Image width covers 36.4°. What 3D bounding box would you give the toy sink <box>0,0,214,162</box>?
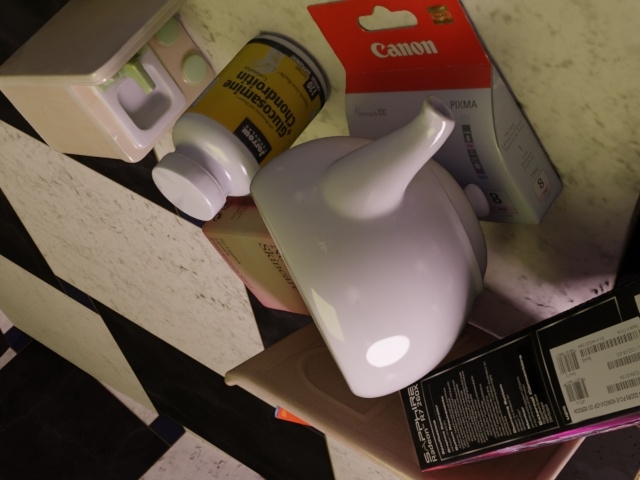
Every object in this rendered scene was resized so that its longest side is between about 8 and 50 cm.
[{"bbox_3d":[-0.223,-0.182,1.079,0.234,0.153,0.131,8,143,46],"label":"toy sink"}]

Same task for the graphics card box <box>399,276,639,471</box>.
[{"bbox_3d":[0.254,0.105,0.807,0.371,0.233,0.094,-41,58,57],"label":"graphics card box"}]

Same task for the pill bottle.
[{"bbox_3d":[-0.082,-0.111,0.971,0.103,0.184,0.103,30,155,15],"label":"pill bottle"}]

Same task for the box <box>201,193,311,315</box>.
[{"bbox_3d":[0.000,0.000,1.128,0.232,0.127,0.148,6,141,50],"label":"box"}]

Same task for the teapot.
[{"bbox_3d":[0.065,0.007,0.874,0.252,0.187,0.256,64,176,-13],"label":"teapot"}]

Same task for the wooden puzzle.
[{"bbox_3d":[0.116,0.178,1.084,0.348,0.322,0.080,22,116,26],"label":"wooden puzzle"}]

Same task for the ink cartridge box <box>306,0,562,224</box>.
[{"bbox_3d":[0.091,-0.114,0.893,0.189,0.066,0.232,7,146,49],"label":"ink cartridge box"}]
